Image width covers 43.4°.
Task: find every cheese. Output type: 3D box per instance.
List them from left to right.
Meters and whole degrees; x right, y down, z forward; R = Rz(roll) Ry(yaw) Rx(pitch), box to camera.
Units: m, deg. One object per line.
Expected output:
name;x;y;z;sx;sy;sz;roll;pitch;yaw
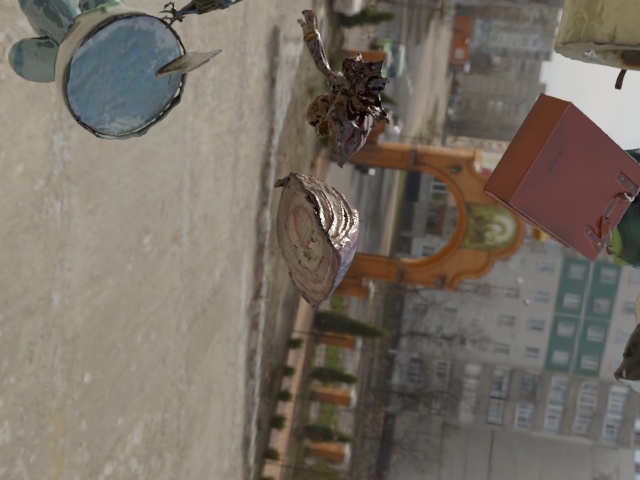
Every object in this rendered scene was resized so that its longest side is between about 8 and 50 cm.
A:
cheese;0.541;-0.344;1.233;0.292;0.332;0.153;-1;103;-55

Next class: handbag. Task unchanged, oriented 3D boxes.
handbag;0.284;-0.066;0.914;0.190;0.063;0.127;28;94;-39

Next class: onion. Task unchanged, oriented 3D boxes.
onion;0.000;0.000;1.922;0.314;0.146;0.280;58;-31;33

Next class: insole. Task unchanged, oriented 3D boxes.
insole;-0.171;-0.224;1.014;0.004;0.065;0.197;60;-15;-22

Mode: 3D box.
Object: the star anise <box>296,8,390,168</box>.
star anise;0.034;-0.328;1.696;0.148;0.237;0.346;-18;90;-40

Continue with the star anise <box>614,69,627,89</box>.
star anise;0.632;-0.423;1.536;0.177;0.073;0.234;-42;151;-30

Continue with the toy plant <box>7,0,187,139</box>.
toy plant;-0.419;-0.352;1.427;0.247;0.332;0.247;-30;141;-27

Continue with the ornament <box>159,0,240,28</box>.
ornament;-0.138;-0.282;0.957;0.125;0.073;0.028;-35;114;-43

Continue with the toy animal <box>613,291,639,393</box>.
toy animal;0.762;0.210;1.701;0.212;0.212;0.267;77;35;-69

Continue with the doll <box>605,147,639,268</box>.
doll;0.729;-0.072;1.842;0.198;0.186;0.322;-20;94;-58
